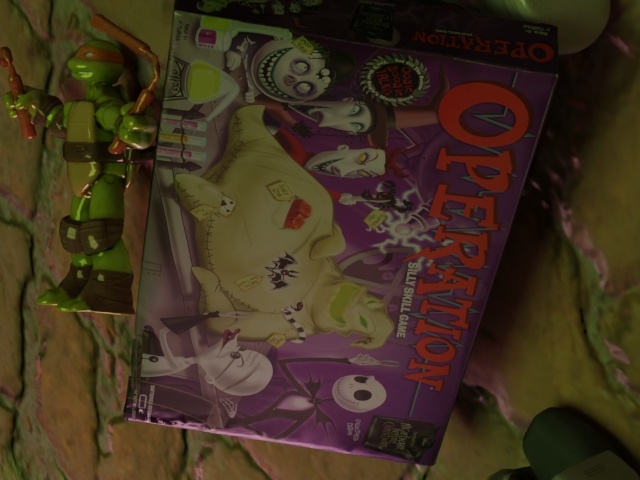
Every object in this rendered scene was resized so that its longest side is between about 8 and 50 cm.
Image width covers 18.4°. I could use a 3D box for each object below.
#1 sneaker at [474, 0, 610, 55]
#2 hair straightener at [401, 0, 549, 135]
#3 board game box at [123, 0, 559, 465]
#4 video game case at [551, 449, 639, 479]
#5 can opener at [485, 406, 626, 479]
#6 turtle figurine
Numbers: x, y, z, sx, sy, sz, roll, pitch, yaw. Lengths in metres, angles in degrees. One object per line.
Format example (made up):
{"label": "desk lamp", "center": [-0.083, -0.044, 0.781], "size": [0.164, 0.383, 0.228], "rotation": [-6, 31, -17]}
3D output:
{"label": "sneaker", "center": [0.086, -0.199, 1.101], "size": [0.094, 0.080, 0.212], "rotation": [-5, 104, 65]}
{"label": "hair straightener", "center": [0.033, -0.131, 1.136], "size": [0.230, 0.047, 0.089], "rotation": [44, 159, -23]}
{"label": "board game box", "center": [0.000, 0.000, 1.159], "size": [0.346, 0.208, 0.056], "rotation": [101, 172, -46]}
{"label": "video game case", "center": [0.189, 0.296, 1.095], "size": [0.244, 0.061, 0.269], "rotation": [37, 125, 30]}
{"label": "can opener", "center": [0.196, 0.223, 1.159], "size": [0.280, 0.074, 0.093], "rotation": [48, 138, 25]}
{"label": "turtle figurine", "center": [-0.172, -0.058, 1.477], "size": [0.269, 0.087, 0.217], "rotation": [10, 98, 55]}
